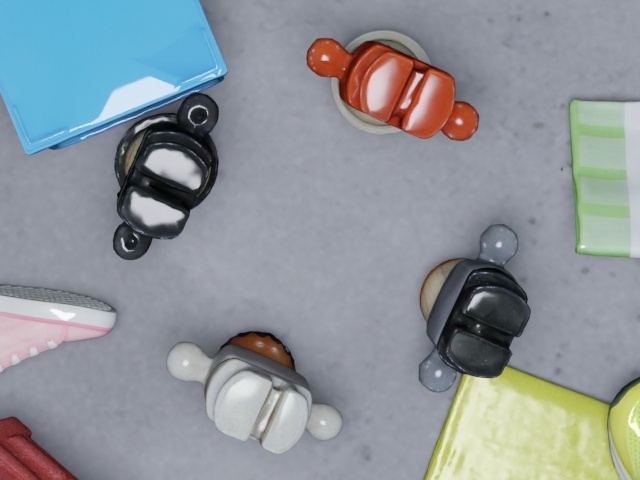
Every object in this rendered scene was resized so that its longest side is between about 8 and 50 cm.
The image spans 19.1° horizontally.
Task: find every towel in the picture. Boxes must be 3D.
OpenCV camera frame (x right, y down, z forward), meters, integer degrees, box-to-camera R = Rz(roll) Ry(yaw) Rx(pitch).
[{"bbox_3d":[0.219,-0.037,1.081,0.152,0.023,0.113,2,53,0],"label":"towel"},{"bbox_3d":[0.182,0.153,1.114,0.237,0.021,0.102,20,86,1],"label":"towel"}]

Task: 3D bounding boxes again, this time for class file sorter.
[{"bbox_3d":[-0.136,-0.147,1.071,0.118,0.104,0.170,-22,90,1],"label":"file sorter"}]

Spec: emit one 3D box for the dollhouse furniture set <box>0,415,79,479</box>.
[{"bbox_3d":[-0.300,0.141,1.059,0.374,0.152,0.201,38,111,23],"label":"dollhouse furniture set"}]

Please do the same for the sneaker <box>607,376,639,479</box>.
[{"bbox_3d":[0.244,0.157,1.056,0.081,0.094,0.208,-43,86,-1],"label":"sneaker"}]

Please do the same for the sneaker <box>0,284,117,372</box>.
[{"bbox_3d":[-0.186,0.062,1.101,0.134,0.051,0.070,5,95,1],"label":"sneaker"}]

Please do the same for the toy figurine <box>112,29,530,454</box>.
[{"bbox_3d":[0.000,0.000,1.054,0.213,0.148,0.209,-23,99,-1],"label":"toy figurine"}]
